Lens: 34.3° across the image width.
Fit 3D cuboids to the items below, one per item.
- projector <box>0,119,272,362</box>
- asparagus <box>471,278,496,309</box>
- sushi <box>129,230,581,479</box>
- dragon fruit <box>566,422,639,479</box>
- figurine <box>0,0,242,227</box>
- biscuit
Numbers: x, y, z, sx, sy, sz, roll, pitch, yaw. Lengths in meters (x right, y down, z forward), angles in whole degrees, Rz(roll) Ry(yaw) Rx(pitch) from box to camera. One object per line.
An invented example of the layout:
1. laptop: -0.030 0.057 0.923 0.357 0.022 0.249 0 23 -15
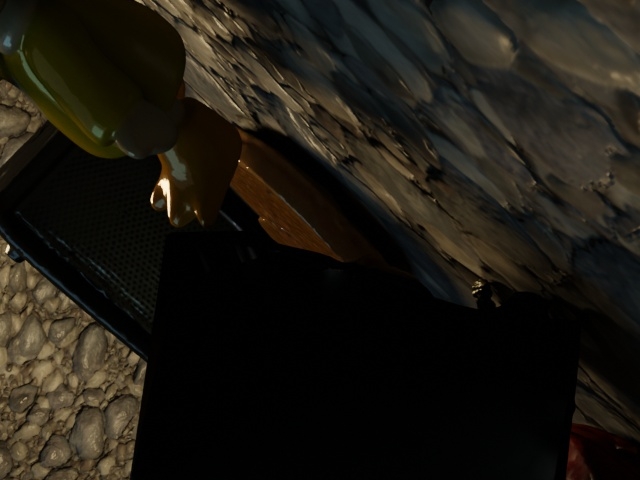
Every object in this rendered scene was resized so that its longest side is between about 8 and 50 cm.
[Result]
1. projector: -0.242 0.007 1.421 0.405 0.242 0.395 44 171 -18
2. asparagus: 0.113 0.049 0.677 0.015 0.014 0.114 -1 154 21
3. sushi: 0.036 0.120 0.616 0.227 0.216 0.212 11 -176 21
4. dragon fruit: 0.214 0.227 0.727 0.205 0.152 0.317 26 161 -10
5. figurine: -0.180 -0.143 0.531 0.215 0.187 0.343 24 167 41
6. biscuit: 0.001 -0.001 0.872 0.202 0.044 0.289 39 173 30
